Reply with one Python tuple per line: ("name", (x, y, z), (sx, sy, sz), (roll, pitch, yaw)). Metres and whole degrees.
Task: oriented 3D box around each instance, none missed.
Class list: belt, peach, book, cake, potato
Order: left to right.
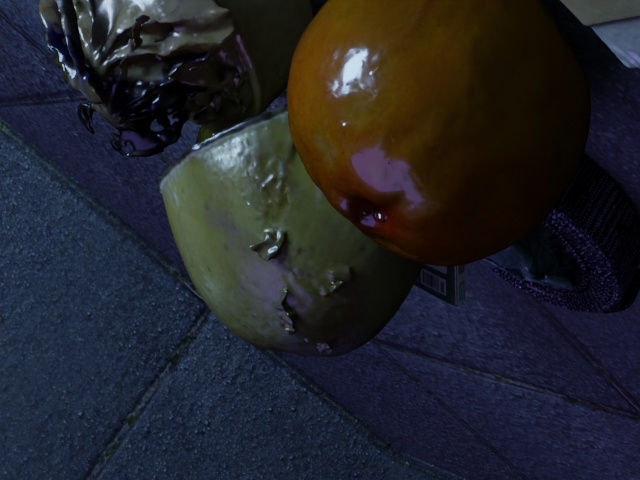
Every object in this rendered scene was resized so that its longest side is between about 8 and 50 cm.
("cake", (-0.213, -0.255, 1.539), (0.332, 0.321, 0.332), (33, 151, 21))
("potato", (0.000, 0.000, 1.630), (0.442, 0.385, 0.320), (137, 115, -78))
("book", (0.144, -0.042, 1.824), (0.202, 0.027, 0.264), (29, 138, 39))
("peach", (0.120, -0.139, 1.282), (0.342, 0.302, 0.343), (33, 166, 9))
("belt", (0.302, -0.025, 1.602), (0.260, 0.122, 0.325), (11, 151, 48))

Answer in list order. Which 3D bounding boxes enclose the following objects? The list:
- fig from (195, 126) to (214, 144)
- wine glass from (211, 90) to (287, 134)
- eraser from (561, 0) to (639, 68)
("fig", (-0.170, -0.175, 2.175), (0.170, 0.145, 0.274), (22, 147, 36))
("wine glass", (-0.080, -0.226, 1.787), (0.232, 0.156, 0.156), (13, 154, 44))
("eraser", (0.225, -0.290, 1.023), (0.343, 0.078, 0.144), (41, 166, -20))
